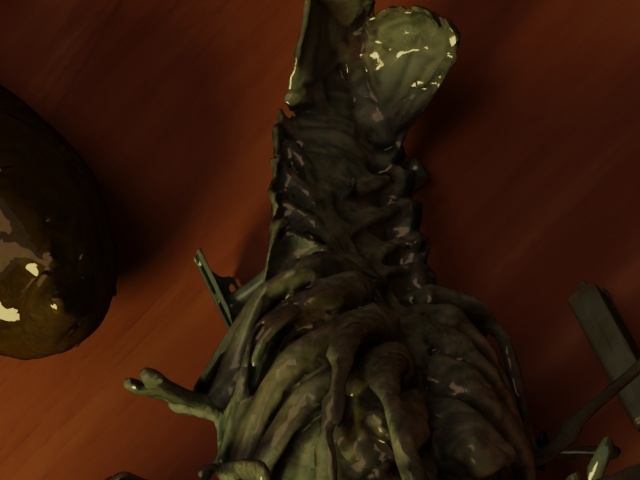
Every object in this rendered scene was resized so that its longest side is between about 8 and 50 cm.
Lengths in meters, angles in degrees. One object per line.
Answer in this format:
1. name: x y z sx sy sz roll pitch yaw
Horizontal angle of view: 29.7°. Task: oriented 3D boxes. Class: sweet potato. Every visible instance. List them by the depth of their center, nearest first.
1. sweet potato: -0.234 -0.056 0.774 0.130 0.130 0.422 -49 46 8

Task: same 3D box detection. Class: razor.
1. razor: 0.000 0.000 0.643 0.135 0.040 0.068 -37 54 11

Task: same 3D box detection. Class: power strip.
1. power strip: 0.133 0.051 0.532 0.017 0.027 0.083 -33 54 15

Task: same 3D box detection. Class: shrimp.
1. shrimp: 0.027 0.050 0.492 0.410 0.221 0.166 -99 31 -52

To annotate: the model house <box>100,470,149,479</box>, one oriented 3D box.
1. model house: -0.102 0.236 0.569 0.294 0.154 0.207 -39 89 18
